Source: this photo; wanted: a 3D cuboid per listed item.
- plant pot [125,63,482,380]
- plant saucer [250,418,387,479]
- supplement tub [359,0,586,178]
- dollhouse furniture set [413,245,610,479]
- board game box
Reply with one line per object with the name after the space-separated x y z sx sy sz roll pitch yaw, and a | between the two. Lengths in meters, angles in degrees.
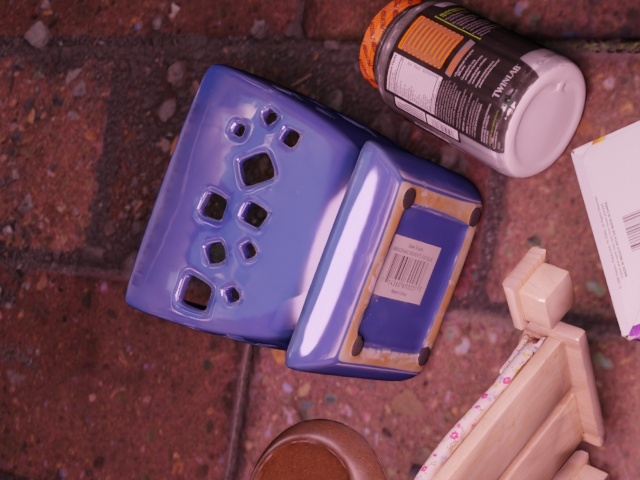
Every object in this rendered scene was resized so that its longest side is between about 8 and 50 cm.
0.000 0.000 1.389 0.212 0.236 0.236 23 94 31 | plant pot
-0.010 0.253 1.467 0.168 0.029 0.168 -8 75 34 | plant saucer
0.132 -0.143 1.387 0.190 0.117 0.117 34 101 36 | supplement tub
0.067 0.207 1.209 0.174 0.355 0.303 22 55 36 | dollhouse furniture set
0.321 0.001 1.120 0.142 0.275 0.144 -24 67 30 | board game box
